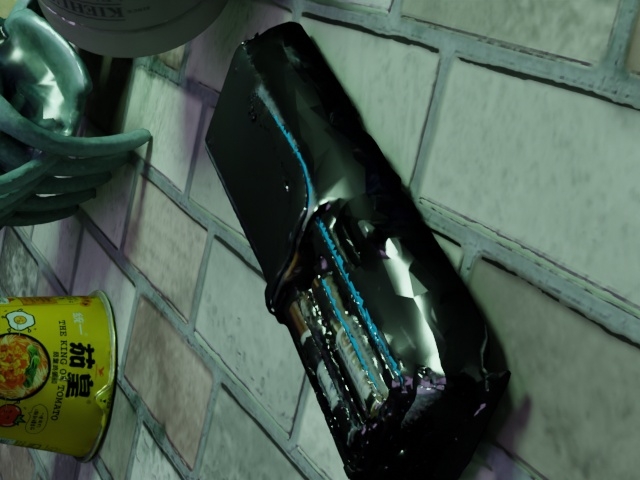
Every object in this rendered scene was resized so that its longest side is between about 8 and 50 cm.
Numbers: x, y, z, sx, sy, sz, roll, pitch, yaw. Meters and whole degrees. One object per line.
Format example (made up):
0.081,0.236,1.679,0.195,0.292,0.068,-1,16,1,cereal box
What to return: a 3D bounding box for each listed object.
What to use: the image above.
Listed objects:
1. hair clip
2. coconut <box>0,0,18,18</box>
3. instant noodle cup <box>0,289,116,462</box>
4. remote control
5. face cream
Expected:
-0.342,-0.141,1.312,0.318,0.392,0.238,-29,83,56,hair clip
-0.559,-0.300,1.708,0.352,0.352,0.353,-26,60,60,coconut
-0.306,0.135,1.295,0.182,0.144,0.182,-27,60,59,instant noodle cup
0.000,0.000,0.803,0.145,0.062,0.399,-68,30,29,remote control
-0.162,-0.262,1.017,0.153,0.177,0.177,84,180,-64,face cream
